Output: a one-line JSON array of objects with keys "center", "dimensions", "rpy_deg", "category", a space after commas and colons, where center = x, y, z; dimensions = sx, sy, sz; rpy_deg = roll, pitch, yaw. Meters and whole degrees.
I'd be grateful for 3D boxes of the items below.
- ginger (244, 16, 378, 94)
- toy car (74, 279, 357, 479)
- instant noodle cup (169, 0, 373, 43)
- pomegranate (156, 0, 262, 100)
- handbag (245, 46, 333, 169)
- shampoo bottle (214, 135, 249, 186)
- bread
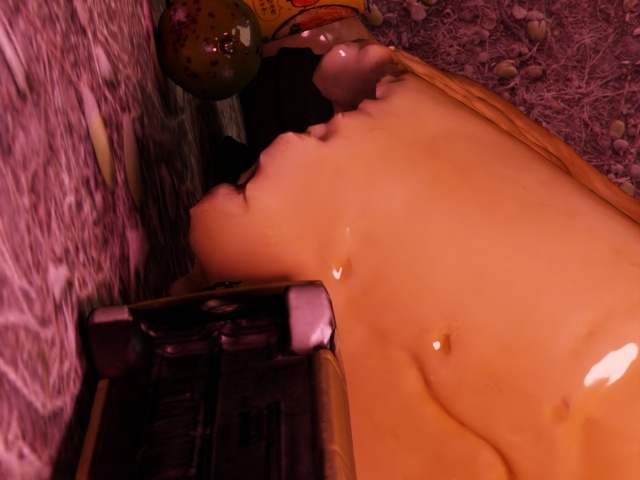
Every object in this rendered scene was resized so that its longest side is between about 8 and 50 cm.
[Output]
[{"center": [0.009, -0.090, 1.332], "dimensions": [0.244, 0.155, 0.304], "rpy_deg": [78, 2, -55], "category": "ginger"}, {"center": [-0.032, 0.104, 0.449], "dimensions": [0.256, 0.101, 0.124], "rpy_deg": [-96, 178, -69], "category": "toy car"}, {"center": [-0.043, -0.229, 0.981], "dimensions": [0.182, 0.144, 0.182], "rpy_deg": [-11, 90, -86], "category": "instant noodle cup"}, {"center": [-0.077, -0.131, 0.828], "dimensions": [0.084, 0.073, 0.073], "rpy_deg": [37, -23, 31], "category": "pomegranate"}, {"center": [0.001, 0.000, 1.026], "dimensions": [0.254, 0.093, 0.308], "rpy_deg": [-93, 177, -74], "category": "handbag"}, {"center": [-0.064, -0.024, 0.963], "dimensions": [0.137, 0.027, 0.048], "rpy_deg": [-97, 177, -47], "category": "shampoo bottle"}, {"center": [0.118, 0.094, 0.713], "dimensions": [0.394, 0.250, 0.361], "rpy_deg": [37, 13, 9], "category": "bread"}]
